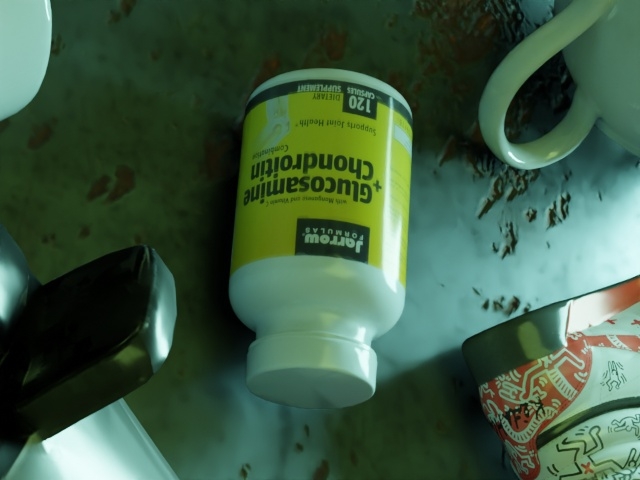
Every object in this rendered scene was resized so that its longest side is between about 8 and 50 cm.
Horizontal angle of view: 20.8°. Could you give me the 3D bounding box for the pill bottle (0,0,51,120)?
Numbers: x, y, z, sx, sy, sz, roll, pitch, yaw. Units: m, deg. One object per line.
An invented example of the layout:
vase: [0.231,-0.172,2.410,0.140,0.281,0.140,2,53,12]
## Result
pill bottle: [-0.316,-0.077,0.791,0.361,0.204,0.204,-27,88,-37]

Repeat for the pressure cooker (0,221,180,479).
pressure cooker: [-0.211,0.179,0.620,0.370,0.375,0.420,-45,114,-33]

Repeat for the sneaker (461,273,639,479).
sneaker: [0.223,0.093,1.141,0.270,0.090,0.145,-17,82,-32]

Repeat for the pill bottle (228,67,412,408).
pill bottle: [0.000,0.000,1.024,0.103,0.103,0.184,16,63,-27]

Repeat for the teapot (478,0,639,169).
teapot: [0.261,-0.127,1.200,0.256,0.187,0.252,21,38,5]
